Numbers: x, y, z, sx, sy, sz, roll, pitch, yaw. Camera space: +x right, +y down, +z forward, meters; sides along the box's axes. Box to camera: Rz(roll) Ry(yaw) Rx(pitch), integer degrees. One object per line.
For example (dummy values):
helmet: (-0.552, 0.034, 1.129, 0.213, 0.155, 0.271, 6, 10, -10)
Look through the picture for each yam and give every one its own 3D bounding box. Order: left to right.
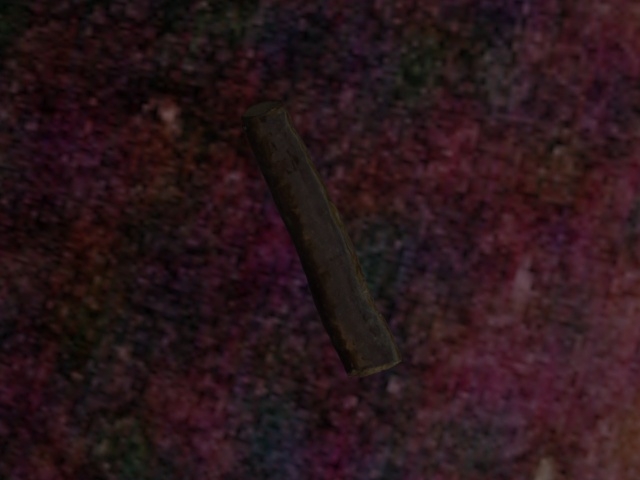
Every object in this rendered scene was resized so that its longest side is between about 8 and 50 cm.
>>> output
yam: (0.000, 0.000, 1.555, 0.061, 0.061, 0.274, -33, 106, -38)
